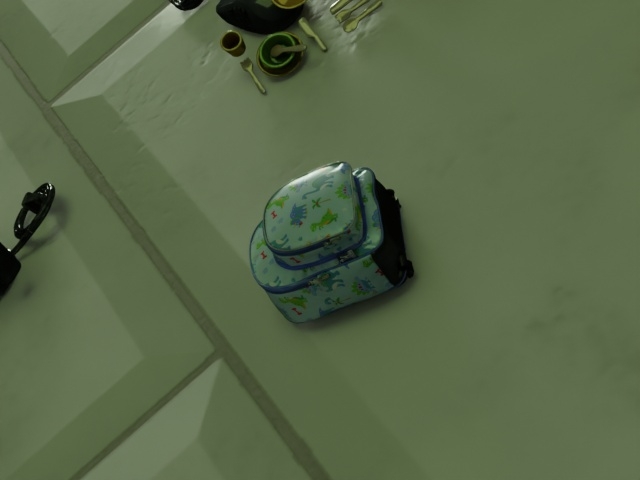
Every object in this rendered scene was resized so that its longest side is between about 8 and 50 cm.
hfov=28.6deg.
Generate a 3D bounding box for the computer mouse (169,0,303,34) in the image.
[{"bbox_3d":[-0.101,-0.265,1.313,0.242,0.041,0.071,24,71,47],"label":"computer mouse"}]

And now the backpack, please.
[{"bbox_3d":[0.000,0.000,0.965,0.114,0.084,0.105,-27,40,18],"label":"backpack"}]

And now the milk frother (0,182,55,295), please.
[{"bbox_3d":[-0.339,-0.024,1.197,0.129,0.134,0.143,-12,47,27],"label":"milk frother"}]

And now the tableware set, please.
[{"bbox_3d":[-0.026,-0.220,1.199,0.154,0.024,0.104,-36,65,4],"label":"tableware set"}]
